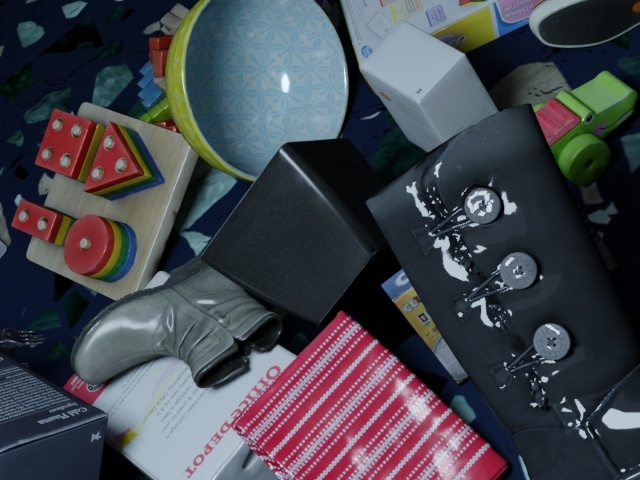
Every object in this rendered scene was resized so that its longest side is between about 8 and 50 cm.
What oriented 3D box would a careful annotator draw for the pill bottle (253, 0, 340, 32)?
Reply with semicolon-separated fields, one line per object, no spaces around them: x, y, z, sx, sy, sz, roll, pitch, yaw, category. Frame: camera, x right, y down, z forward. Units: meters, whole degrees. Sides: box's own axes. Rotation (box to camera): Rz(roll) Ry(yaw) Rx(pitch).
-0.104;-0.396;2.151;0.169;0.301;0.169;-16;50;21;pill bottle

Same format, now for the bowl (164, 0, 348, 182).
-0.117;-0.223;2.066;0.156;0.289;0.289;2;57;52;bowl

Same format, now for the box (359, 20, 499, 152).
0.153;-0.187;1.929;0.091;0.170;0.130;-46;47;-6;box

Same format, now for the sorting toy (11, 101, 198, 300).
-0.329;-0.064;2.126;0.255;0.089;0.257;21;90;39;sorting toy

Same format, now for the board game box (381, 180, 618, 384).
0.214;0.041;1.722;0.243;0.165;0.042;-36;33;2;board game box

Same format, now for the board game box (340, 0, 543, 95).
0.187;-0.375;2.123;0.317;0.064;0.242;-24;48;14;board game box

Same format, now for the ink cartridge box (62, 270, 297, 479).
-0.156;0.207;1.850;0.306;0.131;0.226;31;75;41;ink cartridge box

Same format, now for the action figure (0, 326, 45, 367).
-0.425;0.264;1.950;0.141;0.275;0.164;11;27;-4;action figure

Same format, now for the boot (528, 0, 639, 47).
0.387;-0.367;1.984;0.244;0.088;0.176;-20;48;6;boot

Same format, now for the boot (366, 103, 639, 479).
0.304;0.049;1.552;0.367;0.146;0.445;-29;73;10;boot

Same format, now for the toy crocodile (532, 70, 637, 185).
0.253;-0.098;1.846;0.340;0.105;0.115;-37;46;1;toy crocodile

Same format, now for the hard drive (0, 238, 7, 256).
-0.653;0.000;2.370;0.203;0.040;0.307;-44;46;-5;hard drive

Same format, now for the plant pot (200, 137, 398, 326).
0.000;0.000;1.795;0.167;0.187;0.188;45;112;16;plant pot

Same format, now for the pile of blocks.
-0.247;-0.233;2.248;0.149;0.112;0.362;-20;48;17;pile of blocks

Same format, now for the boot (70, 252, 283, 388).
-0.178;0.125;1.774;0.246;0.083;0.161;-35;46;-6;boot

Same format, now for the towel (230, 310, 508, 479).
0.056;0.237;1.677;0.275;0.031;0.199;42;78;15;towel

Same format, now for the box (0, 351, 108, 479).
-0.446;0.315;1.764;0.313;0.179;0.343;23;113;32;box
